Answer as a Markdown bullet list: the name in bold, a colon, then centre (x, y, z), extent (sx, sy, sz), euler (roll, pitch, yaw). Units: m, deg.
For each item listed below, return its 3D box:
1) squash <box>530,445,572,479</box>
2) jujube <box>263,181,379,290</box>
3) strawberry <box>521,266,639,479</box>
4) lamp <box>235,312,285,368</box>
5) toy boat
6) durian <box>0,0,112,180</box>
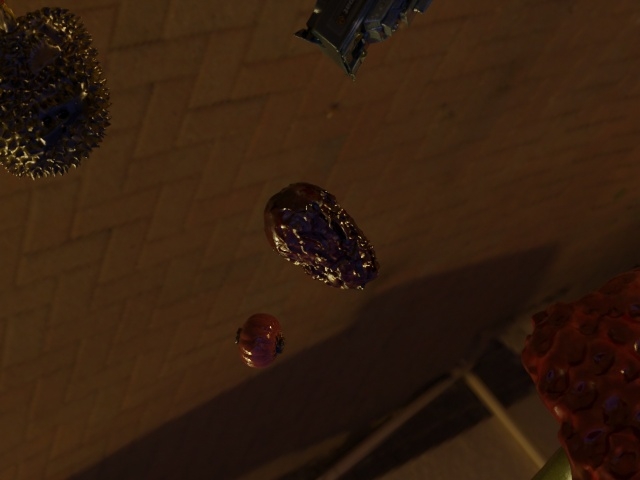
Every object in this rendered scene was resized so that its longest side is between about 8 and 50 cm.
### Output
- **squash**: centre (0.292, 0.296, 1.281), extent (0.069, 0.069, 0.258), euler (-21, 151, -35)
- **jujube**: centre (-0.002, -0.001, 1.302), extent (0.104, 0.104, 0.166), euler (-39, 115, 1)
- **strawberry**: centre (0.311, 0.147, 0.892), extent (0.149, 0.265, 0.336), euler (-44, -171, 25)
- **lamp**: centre (-0.115, 0.191, 2.028), extent (0.107, 0.092, 0.107), euler (10, 90, -77)
- **toy boat**: centre (0.099, -0.347, 1.357), extent (0.296, 0.122, 0.114), euler (-56, 171, -2)
- **durian**: centre (-0.333, -0.177, 1.293), extent (0.193, 0.138, 0.237), euler (-38, 144, -17)
